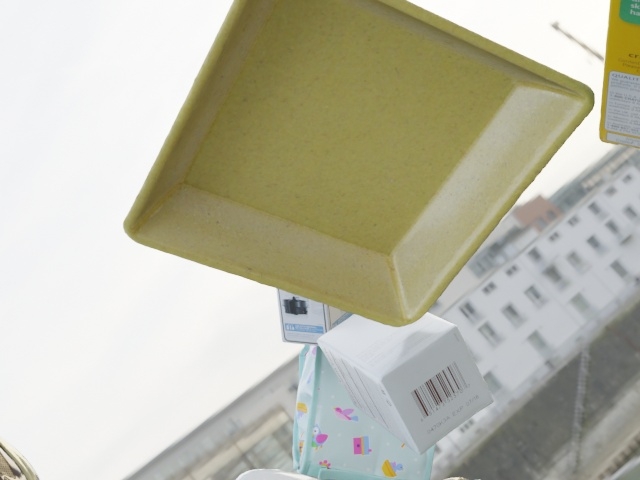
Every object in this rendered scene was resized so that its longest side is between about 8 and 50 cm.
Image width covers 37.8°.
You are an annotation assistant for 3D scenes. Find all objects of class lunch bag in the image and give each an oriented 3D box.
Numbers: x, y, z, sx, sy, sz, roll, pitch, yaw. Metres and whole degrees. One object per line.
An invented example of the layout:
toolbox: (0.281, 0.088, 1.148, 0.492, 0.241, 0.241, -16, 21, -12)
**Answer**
lunch bag: (0.071, 0.286, 1.551, 0.160, 0.223, 0.262, 115, 163, -49)

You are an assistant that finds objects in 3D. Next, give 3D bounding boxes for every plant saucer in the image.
plant saucer: (0.026, -0.090, 0.886, 0.333, 0.332, 0.081, -56, 25, 33)

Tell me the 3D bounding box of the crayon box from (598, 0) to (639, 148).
crayon box: (0.320, -0.159, 0.685, 0.323, 0.203, 0.083, 57, -129, -65)

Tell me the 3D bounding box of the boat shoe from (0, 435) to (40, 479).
boat shoe: (-0.434, 0.195, 0.978, 0.132, 0.355, 0.130, -48, 9, -6)

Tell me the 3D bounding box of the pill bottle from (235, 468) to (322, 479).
pill bottle: (-0.054, 0.323, 0.614, 0.319, 0.176, 0.176, -68, -17, 5)

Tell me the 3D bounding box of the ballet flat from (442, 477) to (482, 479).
ballet flat: (0.091, 0.329, 1.038, 0.124, 0.116, 0.342, -36, -23, 22)

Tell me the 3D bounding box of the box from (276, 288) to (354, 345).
box: (0.000, 0.000, 1.457, 0.087, 0.290, 0.169, 3, 17, 28)

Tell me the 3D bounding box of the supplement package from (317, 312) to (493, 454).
supplement package: (0.091, 0.144, 1.051, 0.105, 0.105, 0.179, -33, 18, -13)
